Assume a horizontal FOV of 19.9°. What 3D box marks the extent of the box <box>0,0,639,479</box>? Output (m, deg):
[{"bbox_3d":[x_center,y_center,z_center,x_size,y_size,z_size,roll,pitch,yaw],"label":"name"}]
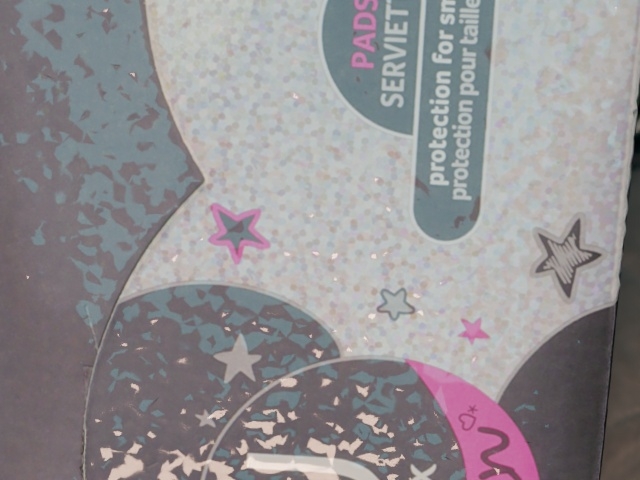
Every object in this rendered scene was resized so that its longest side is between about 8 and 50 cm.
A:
[{"bbox_3d":[0.000,0.000,0.502,0.163,0.142,0.247,4,108,2],"label":"box"}]
